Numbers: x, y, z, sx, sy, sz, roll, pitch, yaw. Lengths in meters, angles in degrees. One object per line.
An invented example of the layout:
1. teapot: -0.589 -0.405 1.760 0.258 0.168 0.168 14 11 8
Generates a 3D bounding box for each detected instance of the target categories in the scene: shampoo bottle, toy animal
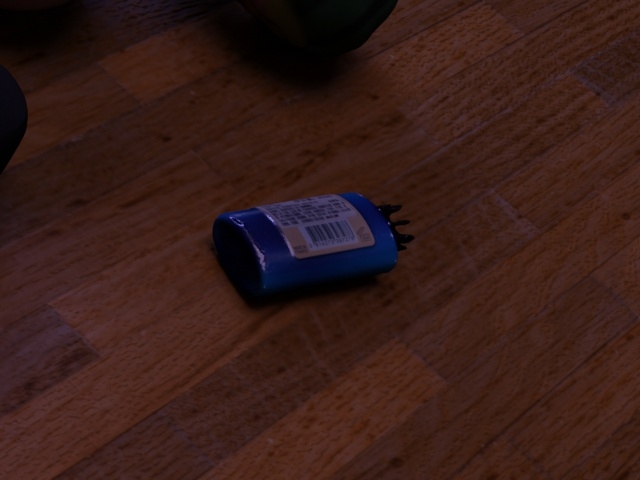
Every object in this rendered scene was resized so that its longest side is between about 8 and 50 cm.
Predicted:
1. shampoo bottle: 0.000 0.000 1.630 0.183 0.050 0.087 -10 51 -37
2. toy animal: -0.034 -0.334 1.774 0.338 0.191 0.216 57 -5 -19

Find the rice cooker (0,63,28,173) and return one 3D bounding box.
1. rice cooker: -0.330 -0.089 1.473 0.203 0.118 0.142 -6 52 -36

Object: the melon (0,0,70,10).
1. melon: -0.274 -0.348 1.697 0.223 0.223 0.317 6 45 -26
